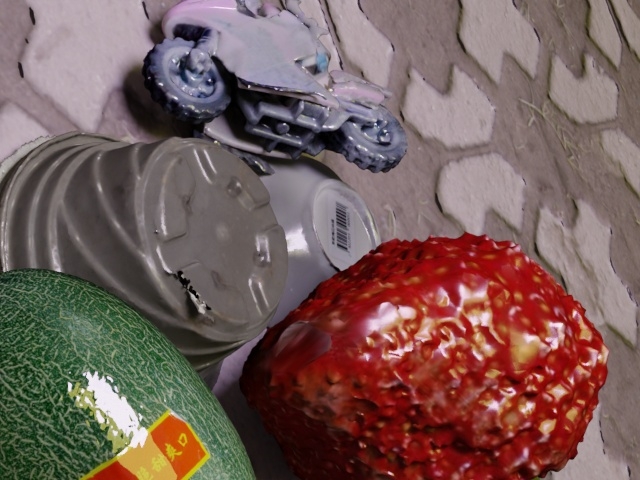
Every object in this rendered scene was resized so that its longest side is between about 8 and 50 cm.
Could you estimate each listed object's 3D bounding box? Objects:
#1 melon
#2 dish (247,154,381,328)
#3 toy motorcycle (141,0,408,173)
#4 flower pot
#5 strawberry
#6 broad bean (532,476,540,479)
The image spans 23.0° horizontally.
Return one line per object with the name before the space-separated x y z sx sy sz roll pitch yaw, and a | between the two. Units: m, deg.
melon | -0.149 0.132 0.969 0.288 0.182 0.182 54 37 -8
dish | 0.000 0.000 1.339 0.190 0.066 0.191 29 50 -42
toy motorcycle | -0.042 -0.157 1.324 0.239 0.108 0.204 29 35 -39
flower pot | -0.116 0.014 1.116 0.235 0.140 0.235 26 54 -42
strawberry | 0.071 0.092 1.204 0.257 0.261 0.261 52 38 -26
broad bean | 0.150 0.269 1.347 0.263 0.121 0.189 62 32 -12
